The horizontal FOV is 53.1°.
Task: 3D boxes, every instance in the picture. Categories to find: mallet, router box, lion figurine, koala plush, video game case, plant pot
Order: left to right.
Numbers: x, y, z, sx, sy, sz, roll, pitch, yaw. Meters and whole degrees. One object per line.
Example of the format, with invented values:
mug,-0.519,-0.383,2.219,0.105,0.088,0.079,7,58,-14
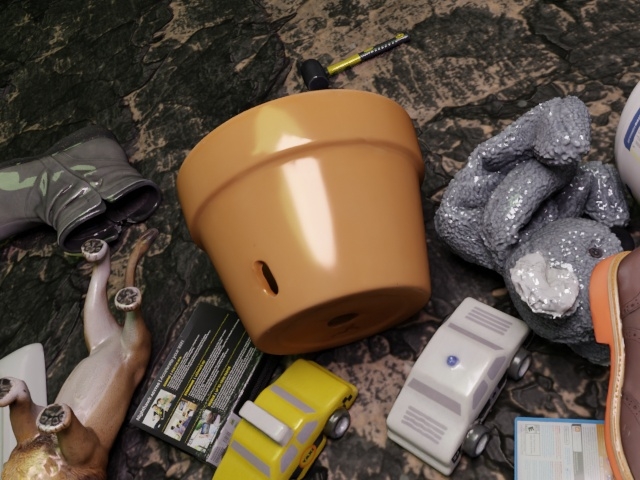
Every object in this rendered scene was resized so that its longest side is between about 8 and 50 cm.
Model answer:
lion figurine,-0.280,0.189,0.785,0.142,0.240,0.392,14,46,14
router box,-0.135,0.174,0.797,0.133,0.046,0.179,13,63,32
plant pot,0.000,0.000,0.727,0.290,0.291,0.204,-21,66,10
mallet,0.055,-0.307,1.067,0.189,0.039,0.062,-28,47,-2
koala plush,0.234,0.014,0.660,0.203,0.196,0.221,-30,48,22
video game case,0.266,0.227,0.593,0.166,0.015,0.119,-4,55,23

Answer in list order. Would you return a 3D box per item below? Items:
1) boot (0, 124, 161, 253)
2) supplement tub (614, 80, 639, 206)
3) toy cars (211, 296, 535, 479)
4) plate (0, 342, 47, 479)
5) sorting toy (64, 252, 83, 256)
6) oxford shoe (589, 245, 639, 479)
boot,-0.446,-0.049,1.045,0.338,0.118,0.223,-36,50,-8
supplement tub,0.426,-0.028,0.534,0.235,0.235,0.325,-22,42,9
toy cars,0.047,0.173,0.685,0.393,0.087,0.177,-22,51,9
plate,-0.501,0.302,0.876,0.277,0.045,0.278,-28,50,3
sorting toy,-0.405,-0.003,1.072,0.083,0.012,0.062,4,59,27
oxford shoe,0.279,0.123,0.481,0.096,0.098,0.272,6,65,-23
